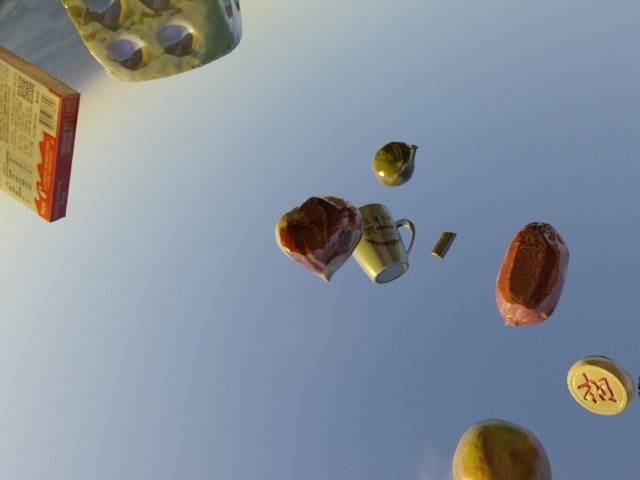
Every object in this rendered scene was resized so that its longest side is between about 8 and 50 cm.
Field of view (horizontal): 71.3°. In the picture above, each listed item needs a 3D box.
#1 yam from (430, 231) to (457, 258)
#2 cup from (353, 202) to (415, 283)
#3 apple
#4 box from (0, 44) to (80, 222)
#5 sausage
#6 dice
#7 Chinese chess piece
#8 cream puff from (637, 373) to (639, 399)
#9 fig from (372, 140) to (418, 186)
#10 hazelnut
[{"bbox_3d":[0.370,0.011,1.339,0.043,0.043,0.094,23,-99,57],"label":"yam"},{"bbox_3d":[0.230,0.009,1.542,0.258,0.186,0.234,-15,-121,-19],"label":"cup"},{"bbox_3d":[0.490,0.612,1.213,0.246,0.246,0.226,-13,-131,37],"label":"apple"},{"bbox_3d":[-0.580,-0.210,0.838,0.273,0.265,0.048,-62,171,31],"label":"box"},{"bbox_3d":[0.485,0.084,1.022,0.148,0.148,0.254,6,-122,51],"label":"sausage"},{"bbox_3d":[-0.264,-0.409,0.711,0.227,0.238,0.233,-12,-141,7],"label":"dice"},{"bbox_3d":[0.591,0.306,0.943,0.051,0.122,0.122,-22,-166,-42],"label":"Chinese chess piece"},{"bbox_3d":[0.937,0.367,1.131,0.239,0.239,0.165,-27,-160,20],"label":"cream puff"},{"bbox_3d":[0.247,-0.239,1.347,0.149,0.149,0.245,-42,-170,-6],"label":"fig"},{"bbox_3d":[0.000,0.000,1.289,0.261,0.261,0.241,-29,-109,16],"label":"hazelnut"}]
